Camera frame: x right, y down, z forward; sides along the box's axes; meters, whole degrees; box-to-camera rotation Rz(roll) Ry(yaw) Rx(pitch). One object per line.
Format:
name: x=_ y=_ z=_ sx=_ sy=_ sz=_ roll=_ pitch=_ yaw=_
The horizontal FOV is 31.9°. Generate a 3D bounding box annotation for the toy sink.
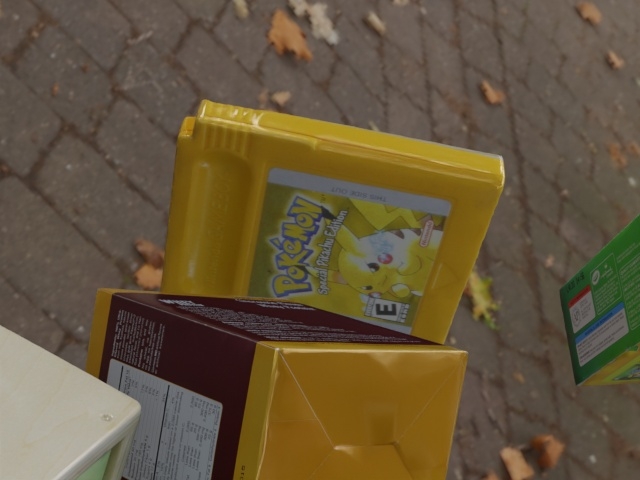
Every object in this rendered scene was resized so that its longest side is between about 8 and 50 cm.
toy sink: x=-0.214 y=0.193 z=0.654 sx=0.131 sy=0.234 sz=0.153 roll=27 pitch=24 yaw=12

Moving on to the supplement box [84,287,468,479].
supplement box: x=-0.037 y=0.117 z=0.792 sx=0.191 sy=0.194 sz=0.129 roll=7 pitch=95 yaw=-46

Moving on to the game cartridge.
game cartridge: x=0.000 y=0.000 z=1.180 sx=0.324 sy=0.285 sz=0.052 roll=9 pitch=43 yaw=-4

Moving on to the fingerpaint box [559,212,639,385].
fingerpaint box: x=0.571 y=0.050 z=1.459 sx=0.371 sy=0.445 sz=0.163 roll=-2 pitch=68 yaw=-10
